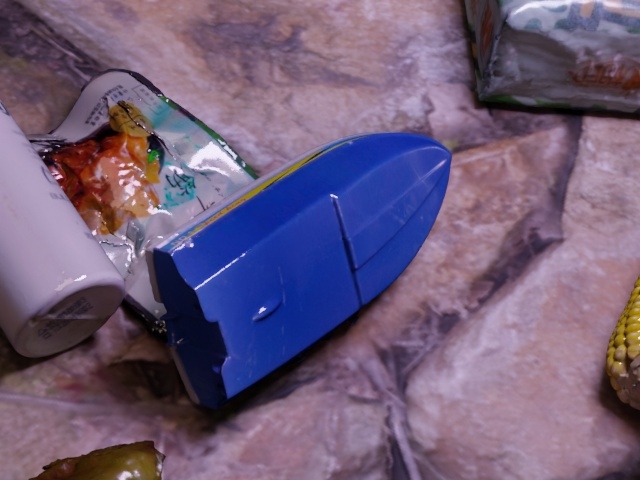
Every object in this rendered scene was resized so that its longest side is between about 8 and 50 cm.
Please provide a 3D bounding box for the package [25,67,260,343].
[{"bbox_3d":[-0.128,-0.035,1.308,0.232,0.040,0.166,43,56,19],"label":"package"}]

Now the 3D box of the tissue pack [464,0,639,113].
[{"bbox_3d":[0.236,-0.255,1.523,0.228,0.128,0.311,4,50,-9],"label":"tissue pack"}]

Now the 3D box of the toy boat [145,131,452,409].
[{"bbox_3d":[0.000,0.000,1.255,0.088,0.129,0.295,10,34,44],"label":"toy boat"}]

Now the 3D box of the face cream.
[{"bbox_3d":[-0.256,-0.060,1.244,0.092,0.092,0.311,-25,66,-30],"label":"face cream"}]

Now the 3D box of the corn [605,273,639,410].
[{"bbox_3d":[0.284,0.029,1.314,0.081,0.081,0.248,26,50,10],"label":"corn"}]

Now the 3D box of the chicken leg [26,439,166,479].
[{"bbox_3d":[-0.080,0.212,1.035,0.361,0.140,0.211,-15,74,-21],"label":"chicken leg"}]
